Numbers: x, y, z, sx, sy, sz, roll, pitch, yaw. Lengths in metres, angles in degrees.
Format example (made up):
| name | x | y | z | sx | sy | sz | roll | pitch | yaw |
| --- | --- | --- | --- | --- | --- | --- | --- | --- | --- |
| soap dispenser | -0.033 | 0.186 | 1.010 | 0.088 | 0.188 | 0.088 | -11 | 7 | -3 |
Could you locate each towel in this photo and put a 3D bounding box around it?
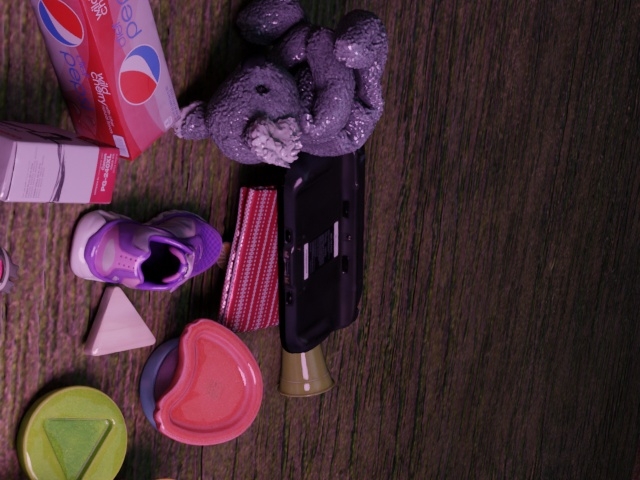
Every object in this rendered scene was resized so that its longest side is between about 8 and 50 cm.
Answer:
| name | x | y | z | sx | sy | sz | roll | pitch | yaw |
| --- | --- | --- | --- | --- | --- | --- | --- | --- | --- |
| towel | -0.053 | 0.019 | 1.859 | 0.275 | 0.031 | 0.199 | -5 | 109 | -64 |

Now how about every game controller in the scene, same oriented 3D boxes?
| name | x | y | z | sx | sy | sz | roll | pitch | yaw |
| --- | --- | --- | --- | --- | --- | --- | --- | --- | --- |
| game controller | 0.000 | 0.000 | 1.868 | 0.166 | 0.067 | 0.319 | -28 | 130 | -38 |

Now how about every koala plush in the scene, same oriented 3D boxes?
| name | x | y | z | sx | sy | sz | roll | pitch | yaw |
| --- | --- | --- | --- | --- | --- | --- | --- | --- | --- |
| koala plush | -0.049 | -0.160 | 1.647 | 0.221 | 0.196 | 0.203 | -36 | 133 | -40 |

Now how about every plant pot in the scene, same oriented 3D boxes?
| name | x | y | z | sx | sy | sz | roll | pitch | yaw |
| --- | --- | --- | --- | --- | --- | --- | --- | --- | --- |
| plant pot | -0.025 | 0.171 | 1.979 | 0.083 | 0.083 | 0.079 | -24 | 112 | -51 |

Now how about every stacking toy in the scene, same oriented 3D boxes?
| name | x | y | z | sx | sy | sz | roll | pitch | yaw |
| --- | --- | --- | --- | --- | --- | --- | --- | --- | --- |
| stacking toy | -0.237 | 0.221 | 1.683 | 0.279 | 0.130 | 0.309 | 39 | 67 | -30 |

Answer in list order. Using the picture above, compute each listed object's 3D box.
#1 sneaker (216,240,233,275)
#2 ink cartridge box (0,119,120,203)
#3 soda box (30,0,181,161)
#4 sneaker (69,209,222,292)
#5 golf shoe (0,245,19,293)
| name | x | y | z | sx | sy | sz | roll | pitch | yaw |
| --- | --- | --- | --- | --- | --- | --- | --- | --- | --- |
| sneaker | -0.113 | 0.025 | 1.807 | 0.083 | 0.031 | 0.037 | 78 | 28 | -46 |
| ink cartridge box | -0.293 | -0.080 | 1.387 | 0.150 | 0.109 | 0.063 | 0 | 106 | -58 |
| soda box | -0.229 | -0.217 | 1.444 | 0.092 | 0.083 | 0.263 | -47 | 142 | -34 |
| sneaker | -0.181 | 0.019 | 1.621 | 0.236 | 0.104 | 0.095 | -1 | 105 | -58 |
| golf shoe | -0.400 | 0.113 | 1.353 | 0.120 | 0.105 | 0.273 | 25 | 78 | -43 |
